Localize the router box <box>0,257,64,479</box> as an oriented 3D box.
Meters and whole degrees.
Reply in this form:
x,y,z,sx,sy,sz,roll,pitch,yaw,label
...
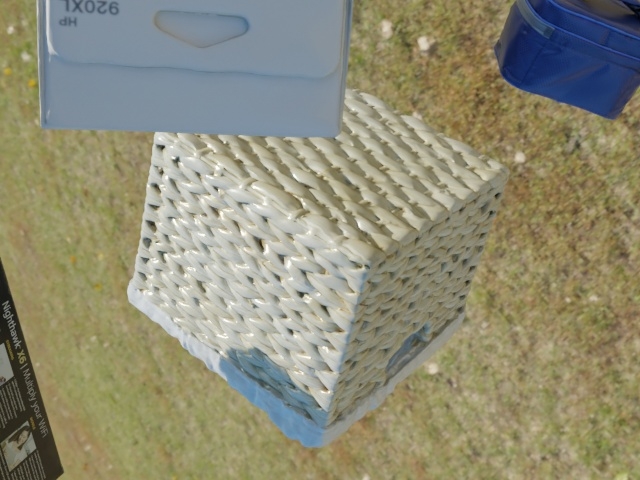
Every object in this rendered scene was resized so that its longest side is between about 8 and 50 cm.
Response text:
x,y,z,sx,sy,sz,roll,pitch,yaw,label
-0.402,0.182,0.791,0.081,0.243,0.308,4,114,25,router box

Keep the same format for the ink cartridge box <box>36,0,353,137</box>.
x,y,z,sx,sy,sz,roll,pitch,yaw,label
-0.091,-0.163,0.521,0.233,0.171,0.168,-140,51,-69,ink cartridge box

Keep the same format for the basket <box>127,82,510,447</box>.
x,y,z,sx,sy,sz,roll,pitch,yaw,label
0.000,0.000,0.951,0.331,0.328,0.266,34,130,24,basket

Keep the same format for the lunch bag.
x,y,z,sx,sy,sz,roll,pitch,yaw,label
0.167,-0.126,0.497,0.067,0.098,0.065,-89,18,-50,lunch bag
